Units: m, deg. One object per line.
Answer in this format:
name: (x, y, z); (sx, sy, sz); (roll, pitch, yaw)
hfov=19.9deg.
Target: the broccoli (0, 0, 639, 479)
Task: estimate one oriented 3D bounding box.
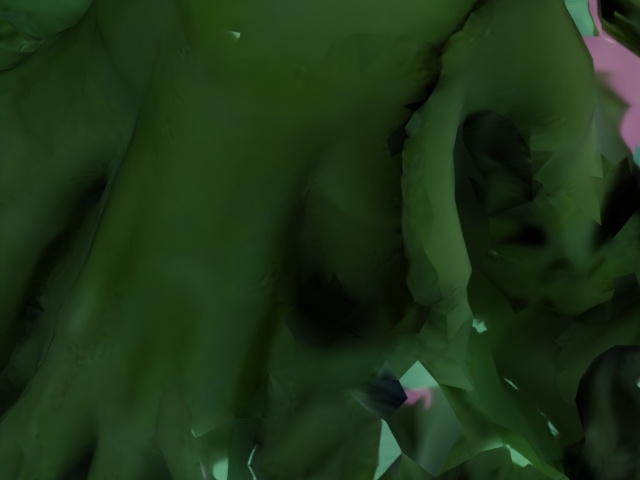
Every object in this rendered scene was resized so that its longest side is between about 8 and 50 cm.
broccoli: (-0.002, 0.008, 0.518); (0.272, 0.334, 0.324); (-168, -110, -82)
